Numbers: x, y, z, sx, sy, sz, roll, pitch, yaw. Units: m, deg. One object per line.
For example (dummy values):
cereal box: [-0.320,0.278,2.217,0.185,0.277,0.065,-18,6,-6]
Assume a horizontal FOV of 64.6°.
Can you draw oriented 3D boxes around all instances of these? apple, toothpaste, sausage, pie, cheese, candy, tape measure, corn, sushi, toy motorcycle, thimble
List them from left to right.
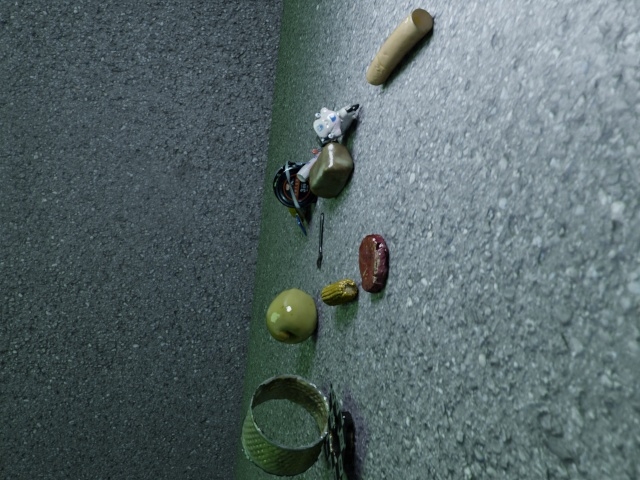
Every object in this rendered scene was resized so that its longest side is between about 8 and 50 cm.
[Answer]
thimble: [-0.106,0.564,1.557,0.271,0.270,0.150,-103,25,-50]
apple: [-0.099,0.273,1.810,0.200,0.199,0.200,-175,90,-76]
tape measure: [-0.096,-0.219,1.972,0.107,0.180,0.182,-111,28,-67]
cheese: [-0.098,-0.132,2.110,0.177,0.069,0.271,61,-170,-47]
toothpaste: [-0.007,-0.283,1.767,0.194,0.043,0.067,-49,-1,-23]
candy: [0.031,-0.221,1.636,0.234,0.102,0.104,135,138,-65]
toy motorcycle: [0.037,-0.356,1.594,0.102,0.150,0.221,58,160,5]
corn: [0.053,0.155,1.482,0.207,0.068,0.068,147,127,-68]
sushi: [0.061,0.533,1.359,0.231,0.047,0.220,-121,34,-74]
pie: [0.130,0.057,1.271,0.153,0.038,0.154,-177,90,-75]
sausage: [0.177,-0.456,1.223,0.301,0.065,0.066,148,126,-73]

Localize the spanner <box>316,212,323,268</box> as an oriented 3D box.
spanner: [0.000,0.000,1.856,0.046,0.012,0.209,145,129,-73]
